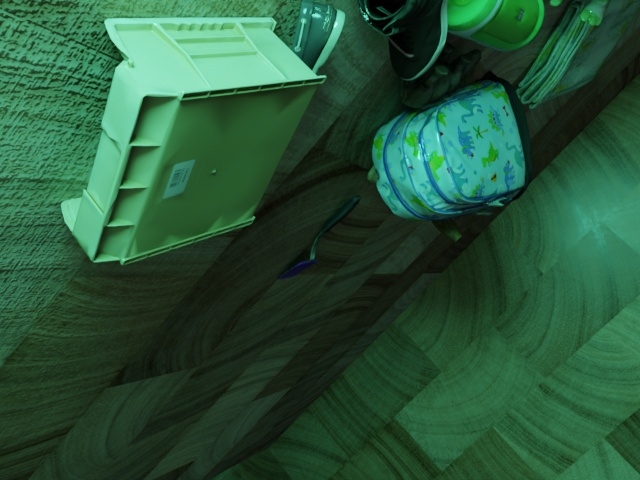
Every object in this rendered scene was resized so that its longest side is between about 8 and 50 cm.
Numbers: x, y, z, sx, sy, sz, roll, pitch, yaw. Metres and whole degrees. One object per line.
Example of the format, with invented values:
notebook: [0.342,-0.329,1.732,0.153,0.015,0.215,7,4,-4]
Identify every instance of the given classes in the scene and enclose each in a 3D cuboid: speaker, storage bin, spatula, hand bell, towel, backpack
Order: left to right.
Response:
storage bin: [-0.162,-0.120,0.766,0.260,0.123,0.262,-21,152,-46]
spatula: [0.000,0.000,1.490,0.296,0.030,0.084,-52,157,26]
hand bell: [0.229,-0.092,1.411,0.126,0.242,0.126,-37,163,-13]
backpack: [0.271,-0.176,1.291,0.355,0.290,0.273,-15,-172,-20]
speaker: [0.284,-0.395,1.059,0.296,0.131,0.131,-13,146,-56]
towel: [0.706,-0.527,1.678,0.374,0.090,0.320,-30,158,-33]

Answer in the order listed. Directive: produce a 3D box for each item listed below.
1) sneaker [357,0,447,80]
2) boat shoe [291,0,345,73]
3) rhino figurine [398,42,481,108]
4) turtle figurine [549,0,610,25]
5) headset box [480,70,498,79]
sneaker: [0.108,-0.316,0.891,0.147,0.104,0.296,-39,162,-21]
boat shoe: [-0.042,-0.241,0.875,0.065,0.075,0.206,20,133,-20]
rhino figurine: [0.234,-0.318,1.207,0.243,0.073,0.106,-30,161,-40]
turtle figurine: [0.546,-0.530,1.196,0.197,0.275,0.266,1,150,-14]
headset box: [0.391,-0.355,1.503,0.062,0.032,0.083,-43,160,2]
